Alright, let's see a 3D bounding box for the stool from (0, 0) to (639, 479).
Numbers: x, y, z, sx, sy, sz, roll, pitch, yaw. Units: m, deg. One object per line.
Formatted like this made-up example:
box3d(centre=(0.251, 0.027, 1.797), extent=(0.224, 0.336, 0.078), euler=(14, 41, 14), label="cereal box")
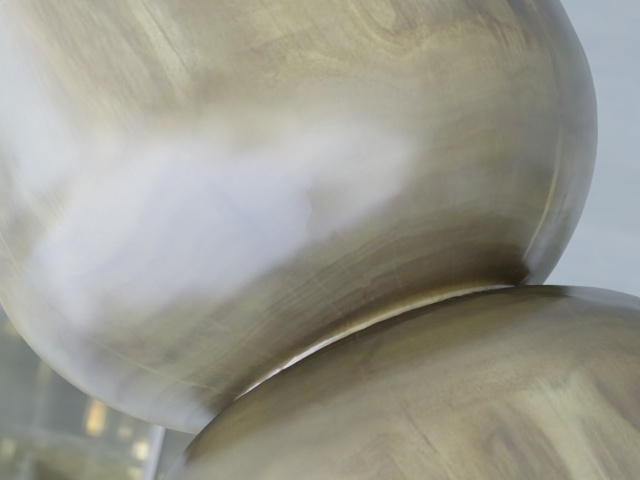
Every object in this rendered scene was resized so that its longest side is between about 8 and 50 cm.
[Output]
box3d(centre=(0.000, 0.000, 0.543), extent=(0.179, 0.264, 0.179), euler=(-21, 161, -8), label="stool")
